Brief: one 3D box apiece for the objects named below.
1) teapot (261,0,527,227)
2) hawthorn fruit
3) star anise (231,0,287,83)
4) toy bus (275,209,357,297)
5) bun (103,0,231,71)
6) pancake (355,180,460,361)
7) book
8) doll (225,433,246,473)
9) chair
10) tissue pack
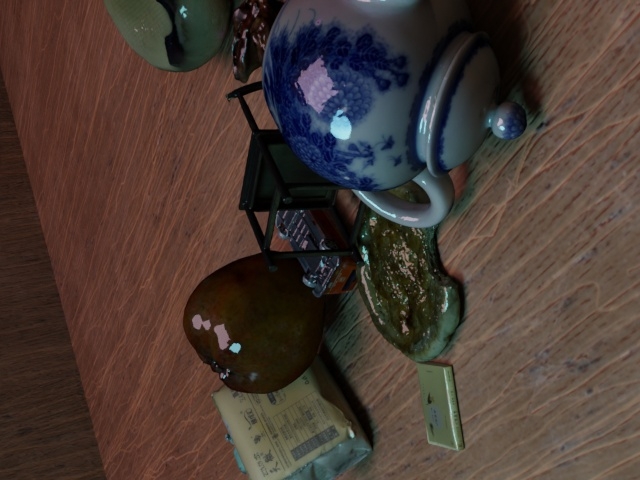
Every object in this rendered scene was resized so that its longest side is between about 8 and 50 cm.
[{"bbox_3d":[0.090,-0.166,1.189,0.280,0.252,0.424,22,143,20],"label":"teapot"},{"bbox_3d":[-0.080,0.105,1.660,0.208,0.248,0.208,31,153,18],"label":"hawthorn fruit"},{"bbox_3d":[-0.066,-0.356,1.569,0.288,0.088,0.288,-30,55,53],"label":"star anise"},{"bbox_3d":[0.000,0.000,1.610,0.079,0.077,0.174,-62,41,32],"label":"toy bus"},{"bbox_3d":[-0.247,-0.432,1.900,0.283,0.179,0.283,38,147,31],"label":"bun"},{"bbox_3d":[0.107,0.040,1.443,0.253,0.037,0.254,36,131,56],"label":"pancake"},{"bbox_3d":[0.153,0.213,1.436,0.077,0.014,0.111,177,84,-66],"label":"book"},{"bbox_3d":[-0.090,0.328,1.848,0.158,0.159,0.059,113,141,-49],"label":"doll"},{"bbox_3d":[-0.033,-0.093,1.511,0.260,0.154,0.141,-115,30,-46],"label":"chair"},{"bbox_3d":[-0.047,0.280,1.706,0.222,0.186,0.090,56,-179,39],"label":"tissue pack"}]
